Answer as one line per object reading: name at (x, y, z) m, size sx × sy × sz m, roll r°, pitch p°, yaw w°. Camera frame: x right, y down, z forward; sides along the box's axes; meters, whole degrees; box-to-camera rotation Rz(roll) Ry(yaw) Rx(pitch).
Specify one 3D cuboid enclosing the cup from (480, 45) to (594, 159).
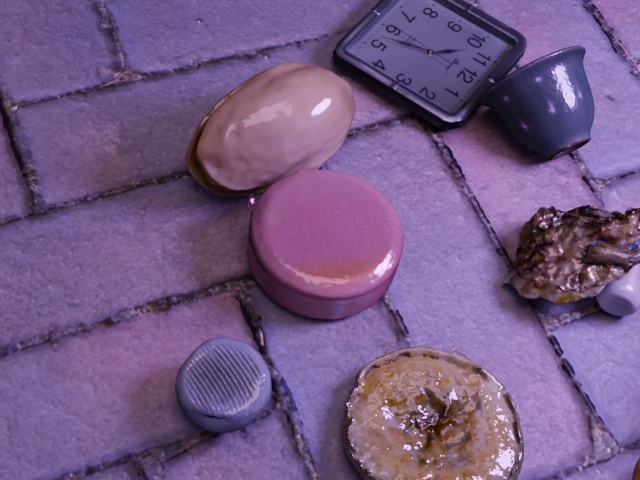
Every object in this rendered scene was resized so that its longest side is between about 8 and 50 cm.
cup at (0.394, -0.220, 1.871) m, size 0.199 × 0.199 × 0.150 m, roll -21°, pitch 81°, yaw -20°

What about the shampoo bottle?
shampoo bottle at (0.499, 0.032, 1.767) m, size 0.074 × 0.074 × 0.192 m, roll 22°, pitch 55°, yaw 7°

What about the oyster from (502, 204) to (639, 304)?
oyster at (0.402, 0.009, 1.725) m, size 0.214 × 0.083 × 0.223 m, roll 9°, pitch 52°, yaw 40°

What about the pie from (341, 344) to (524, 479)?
pie at (0.162, 0.273, 1.574) m, size 0.274 × 0.055 × 0.274 m, roll 4°, pitch 56°, yaw -6°

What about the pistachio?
pistachio at (-0.074, -0.178, 1.771) m, size 0.299 × 0.187 × 0.187 m, roll -34°, pitch 67°, yaw -19°

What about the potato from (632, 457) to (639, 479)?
potato at (0.554, 0.351, 1.524) m, size 0.233 × 0.150 × 0.146 m, roll 11°, pitch 37°, yaw -2°

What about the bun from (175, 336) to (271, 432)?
bun at (-0.136, 0.211, 1.560) m, size 0.140 × 0.083 × 0.141 m, roll -2°, pitch 59°, yaw 3°

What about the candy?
candy at (0.000, 0.000, 1.705) m, size 0.255 × 0.094 × 0.255 m, roll 4°, pitch 57°, yaw -6°

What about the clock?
clock at (0.198, -0.343, 1.983) m, size 0.279 × 0.049 × 0.273 m, roll 34°, pitch 60°, yaw 14°
